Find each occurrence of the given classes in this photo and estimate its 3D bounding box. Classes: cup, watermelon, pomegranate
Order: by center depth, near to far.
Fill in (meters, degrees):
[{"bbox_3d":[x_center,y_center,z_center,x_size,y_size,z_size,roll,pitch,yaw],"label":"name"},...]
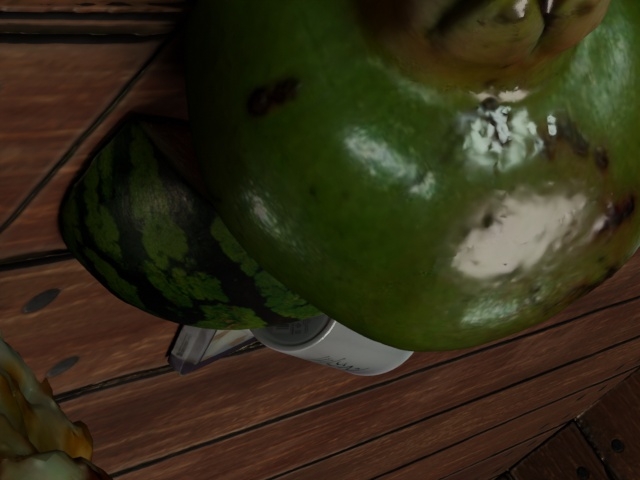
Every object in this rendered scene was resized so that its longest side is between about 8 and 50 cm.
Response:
[{"bbox_3d":[0.065,-0.049,0.641,0.190,0.159,0.241,-4,158,-43],"label":"pomegranate"},{"bbox_3d":[-0.045,-0.008,0.760,0.125,0.135,0.094,121,-7,-51],"label":"watermelon"},{"bbox_3d":[-0.006,0.039,0.945,0.104,0.074,0.116,-7,171,25],"label":"cup"}]

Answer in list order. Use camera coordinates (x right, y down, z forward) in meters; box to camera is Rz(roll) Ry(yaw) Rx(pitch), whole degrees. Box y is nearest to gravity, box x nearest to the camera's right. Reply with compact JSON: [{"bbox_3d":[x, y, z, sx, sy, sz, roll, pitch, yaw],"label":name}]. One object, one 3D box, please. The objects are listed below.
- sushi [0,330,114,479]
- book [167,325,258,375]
[{"bbox_3d":[-0.284,0.189,0.692,0.417,0.176,0.417,-31,172,-5],"label":"sushi"},{"bbox_3d":[0.001,0.001,0.983,0.157,0.026,0.231,-27,163,-27],"label":"book"}]
